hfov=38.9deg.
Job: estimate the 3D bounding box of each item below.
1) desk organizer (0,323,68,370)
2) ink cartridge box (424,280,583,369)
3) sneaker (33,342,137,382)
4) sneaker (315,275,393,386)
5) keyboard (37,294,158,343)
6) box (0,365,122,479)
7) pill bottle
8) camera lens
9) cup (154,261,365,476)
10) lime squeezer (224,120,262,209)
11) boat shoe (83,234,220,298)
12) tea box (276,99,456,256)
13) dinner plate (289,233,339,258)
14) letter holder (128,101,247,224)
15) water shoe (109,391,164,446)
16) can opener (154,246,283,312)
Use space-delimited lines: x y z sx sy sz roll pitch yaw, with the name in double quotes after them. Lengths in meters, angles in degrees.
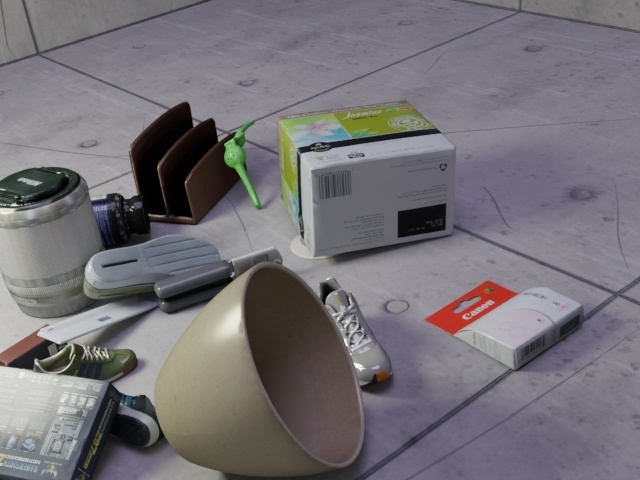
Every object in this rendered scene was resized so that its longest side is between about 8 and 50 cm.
-0.560 0.217 1.758 0.050 0.047 0.130 14 36 37 "desk organizer"
0.336 0.134 1.684 0.189 0.066 0.232 -27 39 -30 "ink cartridge box"
-0.437 0.225 1.672 0.192 0.086 0.064 -19 31 -20 "sneaker"
0.045 0.159 1.638 0.099 0.121 0.262 -19 31 -17 "sneaker"
-0.439 0.156 1.813 0.072 0.014 0.256 21 26 32 "keyboard"
-0.464 0.311 1.491 0.232 0.059 0.183 3 56 20 "box"
-0.517 -0.045 2.129 0.219 0.123 0.123 -9 30 -3 "pill bottle"
-0.578 -0.003 1.915 0.219 0.274 0.219 -6 29 3 "camera lens"
-0.115 0.231 1.409 0.237 0.331 0.331 -27 24 21 "cup"
-0.192 -0.224 2.276 0.110 0.059 0.310 22 41 -31 "lime squeezer"
-0.360 0.058 1.923 0.302 0.094 0.109 -6 64 -33 "boat shoe"
0.095 -0.150 2.048 0.329 0.220 0.323 -9 28 -13 "tea box"
0.000 0.000 2.036 0.141 0.017 0.141 -7 30 4 "dinner plate"
-0.328 -0.208 2.275 0.152 0.214 0.302 5 32 21 "letter holder"
-0.337 0.297 1.562 0.203 0.073 0.080 22 20 34 "water shoe"
-0.201 0.083 1.877 0.280 0.074 0.093 -15 31 -12 "can opener"
